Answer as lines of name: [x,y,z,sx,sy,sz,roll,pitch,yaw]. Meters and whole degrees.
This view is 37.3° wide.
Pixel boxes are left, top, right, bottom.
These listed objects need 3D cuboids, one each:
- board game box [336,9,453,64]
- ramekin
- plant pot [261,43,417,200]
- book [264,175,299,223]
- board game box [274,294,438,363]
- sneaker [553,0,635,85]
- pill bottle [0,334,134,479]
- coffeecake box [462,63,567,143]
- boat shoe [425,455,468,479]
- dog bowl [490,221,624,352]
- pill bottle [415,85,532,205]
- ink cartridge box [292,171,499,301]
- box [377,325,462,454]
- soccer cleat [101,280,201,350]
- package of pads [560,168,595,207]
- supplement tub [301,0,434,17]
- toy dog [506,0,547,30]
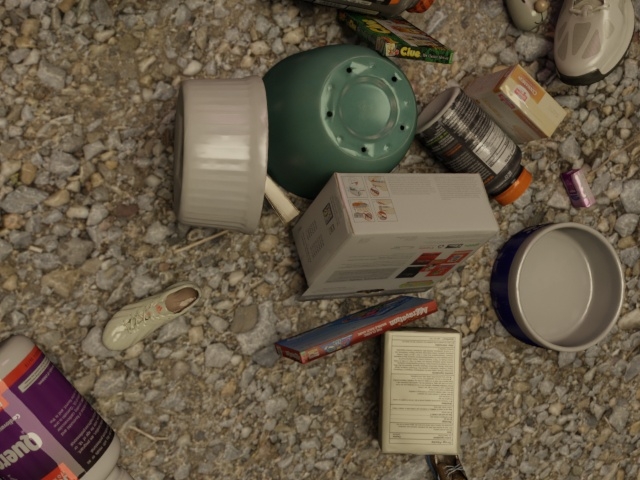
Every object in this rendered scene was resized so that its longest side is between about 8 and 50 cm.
board game box: [0.133,-0.382,1.760,0.136,0.259,0.030,0,116,-20]
ramekin: [-0.178,-0.149,1.629,0.135,0.277,0.277,1,89,-12]
plant pot: [0.043,-0.224,1.727,0.293,0.235,0.293,0,89,-21]
book: [-0.091,-0.089,1.717,0.035,0.144,0.096,-37,106,-2]
board game box: [0.066,0.163,1.776,0.281,0.145,0.027,-19,98,-19]
sneaker: [0.531,-0.550,1.903,0.257,0.169,0.447,38,65,-46]
pill bottle: [-0.457,0.323,1.558,0.181,0.181,0.323,-42,102,-16]
coffeecake box: [0.372,-0.262,1.876,0.142,0.185,0.068,41,76,-15]
boat shoe: [0.262,0.464,1.885,0.066,0.066,0.183,-16,95,-20]
dog bowl: [0.489,0.095,1.957,0.265,0.104,0.264,0,89,-21]
pill bottle: [0.308,-0.179,1.881,0.246,0.130,0.130,42,76,-15]
ink cartridge box: [0.121,-0.004,1.760,0.309,0.272,0.130,-2,62,-28]
box: [0.187,0.283,1.811,0.149,0.127,0.232,2,89,-1]
soccer cleat: [-0.299,0.129,1.676,0.196,0.076,0.068,-32,100,-18]
package of pads: [0.547,-0.110,2.011,0.032,0.050,0.083,-28,99,-19]
supplement tub: [0.060,-0.526,1.761,0.316,0.193,0.193,5,87,-21]
toy dog: [0.382,-0.598,1.899,0.334,0.161,0.220,38,77,-16]
